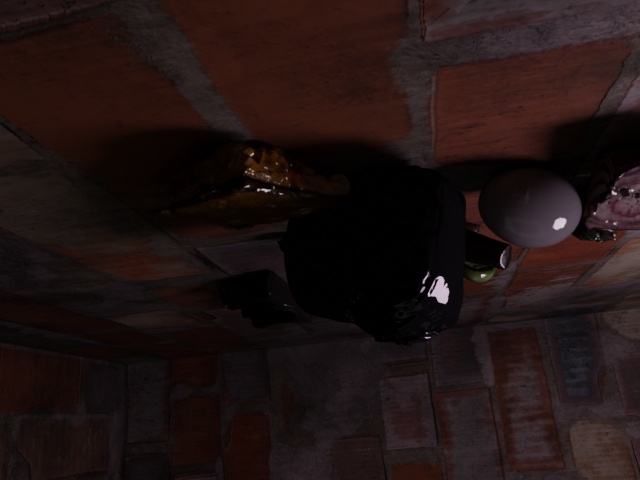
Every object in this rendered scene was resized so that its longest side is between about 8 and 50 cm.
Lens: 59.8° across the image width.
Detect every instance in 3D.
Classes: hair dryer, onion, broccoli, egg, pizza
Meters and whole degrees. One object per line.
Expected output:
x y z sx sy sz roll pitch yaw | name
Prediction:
0.373 -0.011 1.405 0.313 0.123 0.340 18 -164 37 | hair dryer
0.696 -0.124 1.150 0.280 0.146 0.314 -4 154 8 | onion
0.662 -0.071 1.340 0.146 0.138 0.162 14 134 20 | broccoli
0.450 -0.073 1.210 0.232 0.176 0.176 13 156 -21 | egg
-0.149 -0.100 1.072 0.409 0.114 0.277 -7 162 5 | pizza

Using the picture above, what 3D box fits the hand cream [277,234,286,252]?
0.000 0.000 1.512 0.235 0.055 0.086 -8 165 -15 | hand cream

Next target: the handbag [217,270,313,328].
-0.190 0.218 1.937 0.257 0.113 0.285 -12 146 29 | handbag

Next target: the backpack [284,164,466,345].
0.098 0.028 1.188 0.446 0.363 0.255 0 166 41 | backpack

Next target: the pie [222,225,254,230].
-0.205 -0.041 1.382 0.085 0.017 0.085 -4 161 -1 | pie

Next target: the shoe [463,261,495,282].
0.357 0.052 1.503 0.140 0.262 0.128 -26 128 -27 | shoe

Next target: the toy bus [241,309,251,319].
-0.207 0.253 2.143 0.182 0.091 0.103 -13 159 18 | toy bus
